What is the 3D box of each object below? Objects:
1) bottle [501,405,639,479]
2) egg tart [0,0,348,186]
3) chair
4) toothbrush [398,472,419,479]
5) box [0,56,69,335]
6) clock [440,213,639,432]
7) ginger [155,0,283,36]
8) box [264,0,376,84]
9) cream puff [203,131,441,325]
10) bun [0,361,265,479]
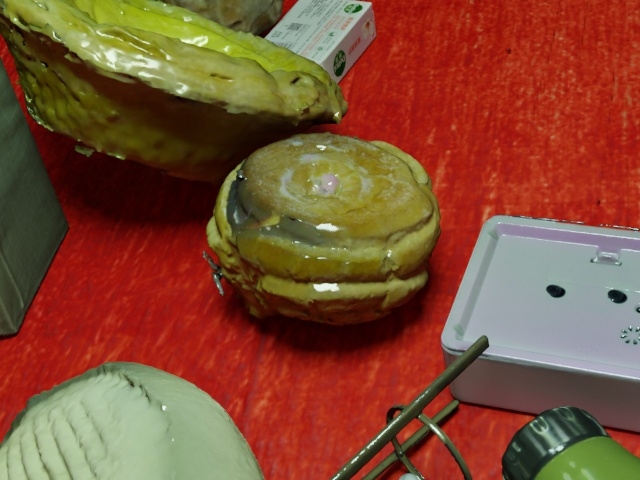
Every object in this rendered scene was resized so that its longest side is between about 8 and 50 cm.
[{"bbox_3d":[0.196,0.200,0.612,0.112,0.112,0.260,-24,44,-13],"label":"bottle"},{"bbox_3d":[-0.146,-0.139,0.982,0.345,0.132,0.345,19,11,-4],"label":"egg tart"},{"bbox_3d":[0.044,0.166,0.712,0.221,0.104,0.095,-30,61,-23],"label":"chair"},{"bbox_3d":[0.015,0.310,0.545,0.040,0.042,0.418,3,54,9],"label":"toothbrush"},{"bbox_3d":[-0.336,-0.047,0.935,0.149,0.231,0.155,-1,43,14],"label":"box"},{"bbox_3d":[0.202,0.059,0.810,0.197,0.063,0.150,7,45,21],"label":"clock"},{"bbox_3d":[-0.192,-0.325,1.265,0.256,0.176,0.375,-12,35,-10],"label":"ginger"},{"bbox_3d":[-0.006,-0.210,1.178,0.089,0.043,0.125,13,47,27],"label":"box"},{"bbox_3d":[0.000,0.000,0.877,0.189,0.129,0.189,0,35,0],"label":"cream puff"},{"bbox_3d":[-0.121,0.207,0.612,0.287,0.146,0.287,-41,32,32],"label":"bun"}]
